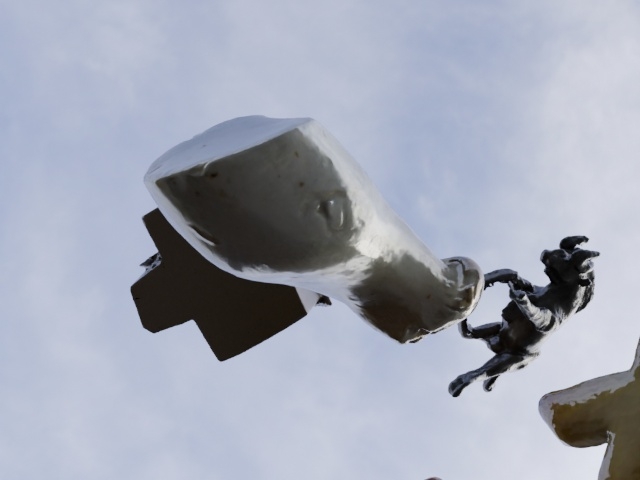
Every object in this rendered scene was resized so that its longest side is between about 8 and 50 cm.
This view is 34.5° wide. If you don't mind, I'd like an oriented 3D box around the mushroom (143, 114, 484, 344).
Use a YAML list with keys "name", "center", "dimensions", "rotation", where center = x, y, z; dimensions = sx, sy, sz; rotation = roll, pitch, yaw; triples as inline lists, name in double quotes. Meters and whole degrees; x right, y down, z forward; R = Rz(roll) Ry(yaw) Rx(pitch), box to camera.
- name: "mushroom"
  center: [0.000, 0.000, 0.597]
  dimensions: [0.116, 0.093, 0.225]
  rotation: [-3, -35, 41]

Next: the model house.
- name: "model house"
  center: [-0.087, 0.009, 1.089]
  dimensions: [0.176, 0.248, 0.181]
  rotation: [-26, -85, 16]

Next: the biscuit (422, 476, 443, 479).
- name: "biscuit"
  center: [-0.083, 0.237, 0.596]
  dimensions: [0.312, 0.111, 0.318]
  rotation: [-1, -40, -10]

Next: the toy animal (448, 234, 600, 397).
- name: "toy animal"
  center: [0.229, 0.097, 1.175]
  dimensions: [0.148, 0.084, 0.233]
  rotation: [10, -58, -29]

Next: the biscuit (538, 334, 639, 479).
- name: "biscuit"
  center: [0.308, 0.142, 0.944]
  dimensions: [0.047, 0.164, 0.208]
  rotation: [21, -65, -43]
